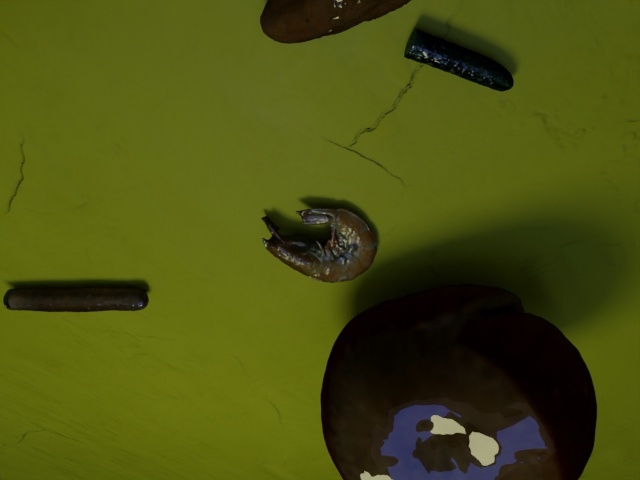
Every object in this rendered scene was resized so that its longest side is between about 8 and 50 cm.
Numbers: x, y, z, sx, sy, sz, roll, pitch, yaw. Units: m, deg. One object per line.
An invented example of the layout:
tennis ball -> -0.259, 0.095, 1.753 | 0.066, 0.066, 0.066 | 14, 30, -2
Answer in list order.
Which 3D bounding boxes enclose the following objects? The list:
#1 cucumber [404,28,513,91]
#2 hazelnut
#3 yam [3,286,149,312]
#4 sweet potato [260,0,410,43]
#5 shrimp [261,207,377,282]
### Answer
cucumber -> 0.160, -0.197, 0.532 | 0.133, 0.032, 0.032 | 17, 132, -10
hazelnut -> 0.201, 0.241, 0.760 | 0.410, 0.359, 0.359 | -17, 130, 14
yam -> -0.433, 0.106, 0.855 | 0.264, 0.046, 0.046 | 0, 134, 6
sweet potato -> 0.087, -0.273, 0.421 | 0.355, 0.106, 0.095 | -20, 95, 20
shrimp -> -0.001, -0.001, 0.730 | 0.188, 0.051, 0.132 | 16, 114, -18
